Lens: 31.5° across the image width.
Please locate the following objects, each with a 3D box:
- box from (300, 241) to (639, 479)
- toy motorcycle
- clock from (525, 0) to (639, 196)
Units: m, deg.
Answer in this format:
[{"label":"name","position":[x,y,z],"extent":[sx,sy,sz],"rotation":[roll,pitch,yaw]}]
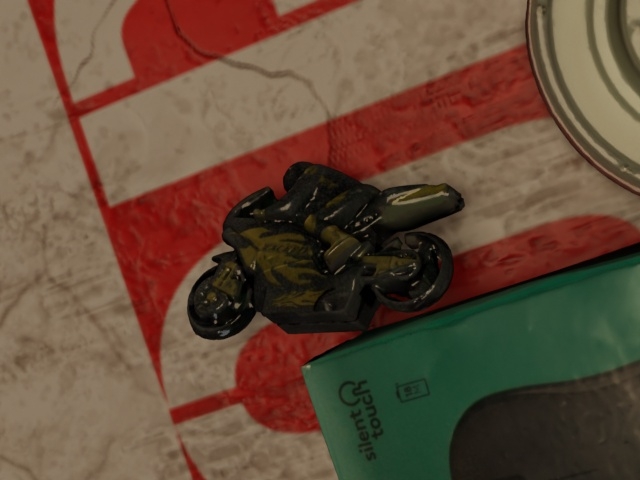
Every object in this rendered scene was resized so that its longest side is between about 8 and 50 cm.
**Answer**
[{"label":"box","position":[0.164,0.113,0.652],"extent":[0.311,0.118,0.205],"rotation":[-19,86,24]},{"label":"toy motorcycle","position":[0.000,0.000,0.728],"extent":[0.193,0.061,0.124],"rotation":[-10,58,28]},{"label":"clock","position":[0.245,-0.137,0.675],"extent":[0.244,0.056,0.244],"rotation":[1,93,14]}]
